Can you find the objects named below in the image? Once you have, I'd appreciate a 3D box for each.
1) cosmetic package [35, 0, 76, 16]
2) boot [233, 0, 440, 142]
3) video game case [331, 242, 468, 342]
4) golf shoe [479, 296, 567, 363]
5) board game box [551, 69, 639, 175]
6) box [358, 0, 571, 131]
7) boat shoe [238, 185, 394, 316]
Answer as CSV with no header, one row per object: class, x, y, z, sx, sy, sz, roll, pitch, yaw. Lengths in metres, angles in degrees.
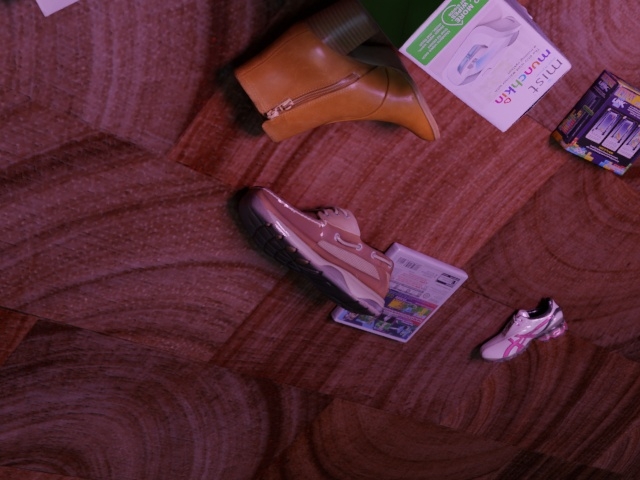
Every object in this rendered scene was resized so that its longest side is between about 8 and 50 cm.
cosmetic package,-0.311,-0.364,1.058,0.099,0.060,0.239,-25,139,-2
boot,0.025,-0.195,1.396,0.211,0.104,0.295,-33,134,11
video game case,0.145,0.098,1.796,0.201,0.023,0.183,21,118,-42
golf shoe,0.398,0.179,1.996,0.186,0.067,0.086,-27,110,0
board game box,0.497,-0.197,1.684,0.170,0.048,0.141,17,119,-39
box,0.153,-0.297,1.234,0.127,0.262,0.231,-45,137,17
boat shoe,0.000,0.000,1.567,0.324,0.123,0.116,41,71,-38
